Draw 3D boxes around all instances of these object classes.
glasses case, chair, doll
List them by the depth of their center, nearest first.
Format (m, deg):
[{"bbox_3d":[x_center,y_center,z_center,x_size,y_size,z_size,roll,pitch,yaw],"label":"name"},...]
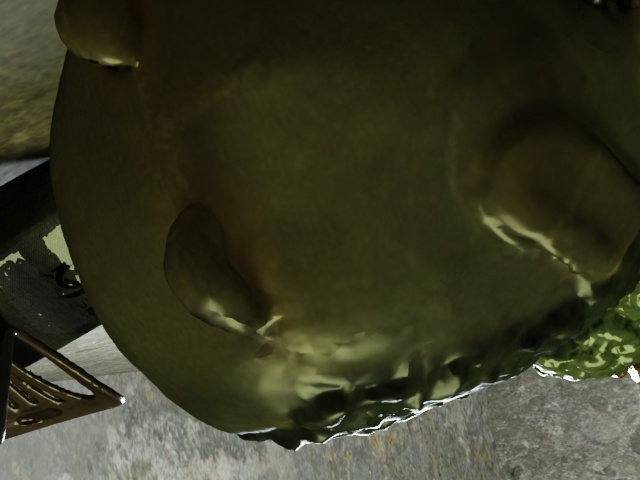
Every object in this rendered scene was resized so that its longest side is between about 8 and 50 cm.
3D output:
[{"bbox_3d":[0.064,-0.062,0.545,0.350,0.247,0.247,-15,175,-28],"label":"doll"},{"bbox_3d":[-0.278,0.114,0.915,0.176,0.183,0.326,-19,135,15],"label":"chair"},{"bbox_3d":[-0.268,0.046,1.031,0.323,0.074,0.131,-28,135,22],"label":"glasses case"}]

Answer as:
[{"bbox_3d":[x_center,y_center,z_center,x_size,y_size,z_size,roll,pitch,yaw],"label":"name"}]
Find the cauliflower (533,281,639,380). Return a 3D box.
[{"bbox_3d":[0.166,-0.058,0.847,0.250,0.275,0.272,24,-141,20],"label":"cauliflower"}]

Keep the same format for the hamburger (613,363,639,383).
[{"bbox_3d":[0.371,0.021,1.216,0.318,0.158,0.318,-51,178,-3],"label":"hamburger"}]
